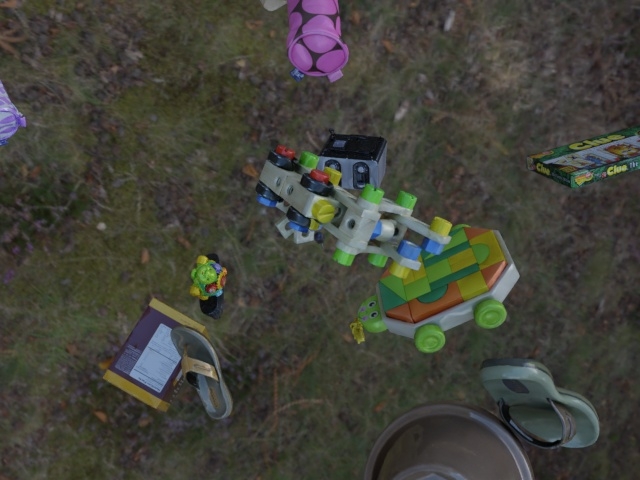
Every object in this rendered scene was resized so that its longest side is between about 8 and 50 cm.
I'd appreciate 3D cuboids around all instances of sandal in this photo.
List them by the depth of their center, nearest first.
[{"bbox_3d":[0.319,0.259,1.118,0.303,0.120,0.086,37,46,-41],"label":"sandal"},{"bbox_3d":[-0.204,0.226,1.274,0.049,0.072,0.180,-31,101,-60],"label":"sandal"}]

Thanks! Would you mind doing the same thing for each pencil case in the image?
[{"bbox_3d":[-0.004,-0.328,1.069,0.098,0.095,0.209,33,47,-42],"label":"pencil case"},{"bbox_3d":[-0.588,-0.269,1.314,0.088,0.206,0.086,-23,160,-19],"label":"pencil case"}]

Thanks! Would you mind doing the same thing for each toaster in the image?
[{"bbox_3d":[0.086,-0.214,2.031,0.185,0.168,0.110,-66,159,-55],"label":"toaster"}]

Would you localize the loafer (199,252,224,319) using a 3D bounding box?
[{"bbox_3d":[-0.264,0.113,1.842,0.061,0.062,0.170,62,23,-58],"label":"loafer"}]

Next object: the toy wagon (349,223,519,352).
[{"bbox_3d":[0.205,0.099,1.458,0.345,0.267,0.068,-25,122,13],"label":"toy wagon"}]

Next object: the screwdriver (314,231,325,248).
[{"bbox_3d":[0.000,0.000,1.727,0.170,0.024,0.025,67,10,-84],"label":"screwdriver"}]

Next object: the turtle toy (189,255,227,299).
[{"bbox_3d":[-0.251,0.084,1.696,0.130,0.066,0.095,46,54,-71],"label":"turtle toy"}]

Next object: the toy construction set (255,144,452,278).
[{"bbox_3d":[0.023,-0.050,1.168,0.215,0.328,0.151,12,93,-38],"label":"toy construction set"}]

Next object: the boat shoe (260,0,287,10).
[{"bbox_3d":[-0.066,-0.523,1.561,0.063,0.170,0.059,16,59,-36],"label":"boat shoe"}]

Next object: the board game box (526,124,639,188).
[{"bbox_3d":[0.502,-0.150,1.292,0.260,0.136,0.030,-16,112,-14],"label":"board game box"}]

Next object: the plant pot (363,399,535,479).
[{"bbox_3d":[0.170,0.372,1.067,0.263,0.263,0.229,-67,164,3],"label":"plant pot"}]

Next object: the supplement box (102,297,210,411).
[{"bbox_3d":[-0.349,0.253,1.638,0.194,0.129,0.191,-60,177,-15],"label":"supplement box"}]
